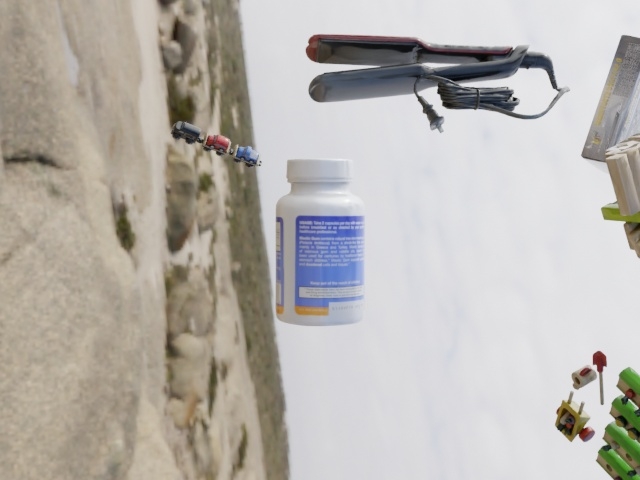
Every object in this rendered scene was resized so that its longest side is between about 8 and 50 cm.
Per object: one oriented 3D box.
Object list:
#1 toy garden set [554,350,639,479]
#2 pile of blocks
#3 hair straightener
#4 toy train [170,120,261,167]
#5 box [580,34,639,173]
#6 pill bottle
[{"bbox_3d":[0.444,0.285,1.328,0.204,0.049,0.244,49,-25,41],"label":"toy garden set"},{"bbox_3d":[0.504,-0.006,1.253,0.362,0.149,0.112,45,-13,-19],"label":"pile of blocks"},{"bbox_3d":[0.102,-0.125,0.725,0.047,0.230,0.089,113,-22,-67],"label":"hair straightener"},{"bbox_3d":[-0.167,-0.158,1.403,0.036,0.158,0.027,-46,-151,53],"label":"toy train"},{"bbox_3d":[0.567,-0.242,1.593,0.183,0.056,0.231,9,100,-58],"label":"box"},{"bbox_3d":[0.000,0.000,1.437,0.152,0.152,0.272,-152,-117,-83],"label":"pill bottle"}]
